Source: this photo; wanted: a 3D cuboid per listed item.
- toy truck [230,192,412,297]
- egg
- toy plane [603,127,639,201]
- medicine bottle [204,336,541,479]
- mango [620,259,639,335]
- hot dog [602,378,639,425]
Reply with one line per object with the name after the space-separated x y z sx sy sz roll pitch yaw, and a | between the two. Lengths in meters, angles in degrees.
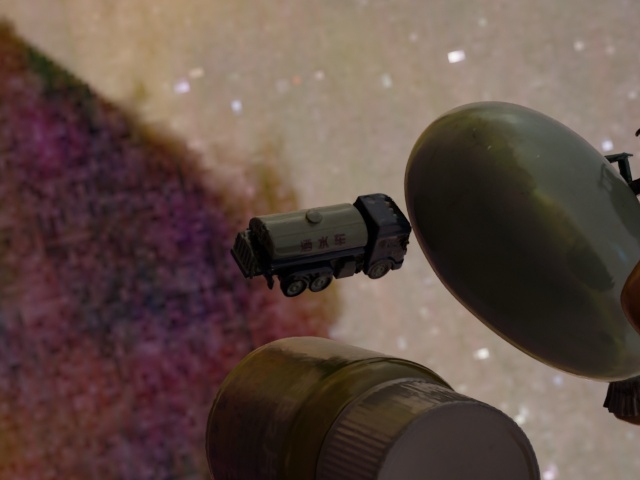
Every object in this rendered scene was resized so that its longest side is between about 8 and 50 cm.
0.000 0.000 2.072 0.074 0.201 0.088 56 -37 37 | toy truck
0.250 0.003 2.121 0.371 0.230 0.230 46 -19 7 | egg
0.418 -0.078 2.159 0.381 0.155 0.106 -24 -108 53 | toy plane
0.047 0.225 1.929 0.384 0.224 0.224 10 -66 64 | medicine bottle
0.397 0.054 1.721 0.138 0.257 0.187 8 67 -64 | mango
0.402 0.145 2.247 0.253 0.131 0.069 -56 128 -67 | hot dog
